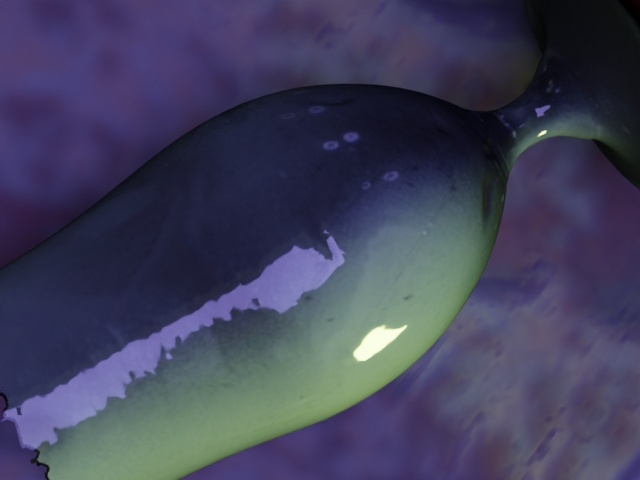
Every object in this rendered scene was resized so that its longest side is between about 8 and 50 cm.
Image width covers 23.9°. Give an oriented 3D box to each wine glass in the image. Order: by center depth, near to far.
[{"bbox_3d":[0.000,0.000,0.433,0.202,0.093,0.093,-29,98,-5],"label":"wine glass"}]

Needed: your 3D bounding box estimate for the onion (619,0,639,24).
[{"bbox_3d":[0.166,-0.159,0.354,0.273,0.285,0.273,10,52,-13],"label":"onion"}]
